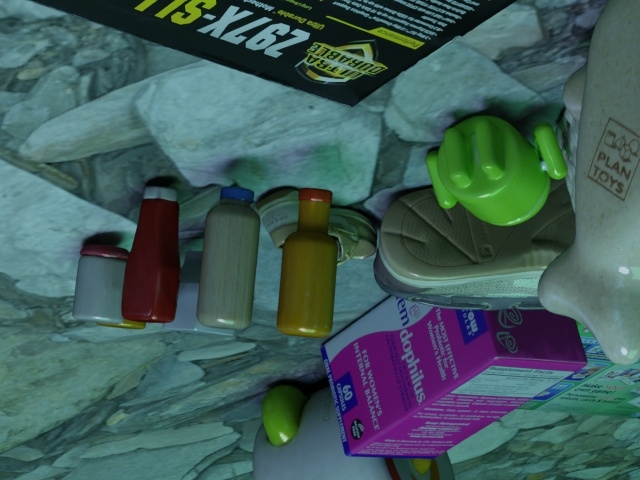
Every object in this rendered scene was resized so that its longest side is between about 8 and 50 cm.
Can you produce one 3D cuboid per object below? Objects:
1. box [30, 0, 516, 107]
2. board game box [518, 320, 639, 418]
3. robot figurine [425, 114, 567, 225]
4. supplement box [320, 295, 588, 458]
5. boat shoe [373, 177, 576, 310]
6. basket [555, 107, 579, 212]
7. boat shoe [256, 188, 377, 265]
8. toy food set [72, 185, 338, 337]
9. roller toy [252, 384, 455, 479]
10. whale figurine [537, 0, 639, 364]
[{"bbox_3d":[-0.003,-0.190,0.954,0.257,0.079,0.322,-29,152,35],"label":"box"},{"bbox_3d":[0.296,0.111,1.820,0.317,0.046,0.213,9,147,-41],"label":"board game box"},{"bbox_3d":[0.127,-0.050,1.345,0.101,0.067,0.115,-17,157,21],"label":"robot figurine"},{"bbox_3d":[0.113,0.101,1.617,0.114,0.111,0.220,7,148,-38],"label":"supplement box"},{"bbox_3d":[0.178,0.005,1.465,0.285,0.103,0.092,-4,161,-14],"label":"boat shoe"},{"bbox_3d":[0.263,-0.066,1.333,0.167,0.113,0.103,-6,159,-16],"label":"basket"},{"bbox_3d":[0.000,0.000,1.413,0.050,0.045,0.135,-28,152,30],"label":"boat shoe"},{"bbox_3d":[-0.096,0.012,1.349,0.111,0.105,0.232,11,172,-43],"label":"toy food set"},{"bbox_3d":[0.042,0.229,1.762,0.146,0.191,0.209,-25,154,22],"label":"roller toy"},{"bbox_3d":[0.244,-0.053,1.188,0.141,0.216,0.272,10,109,-38],"label":"whale figurine"}]
